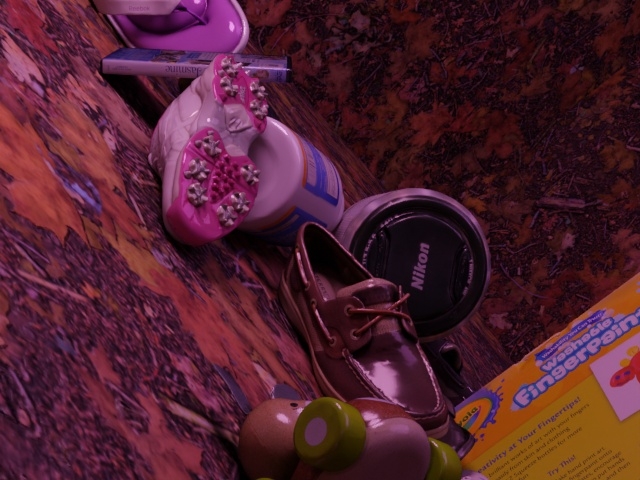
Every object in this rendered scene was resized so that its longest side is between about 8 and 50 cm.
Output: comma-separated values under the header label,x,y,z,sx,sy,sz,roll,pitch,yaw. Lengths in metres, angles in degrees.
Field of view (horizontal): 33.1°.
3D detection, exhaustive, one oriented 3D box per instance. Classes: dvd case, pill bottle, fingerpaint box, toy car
label,x,y,z,sx,sy,sz,roll,pitch,yaw
dvd case,-0.165,-0.245,1.495,0.180,0.253,0.022,-97,-171,-75
pill bottle,-0.057,-0.072,1.496,0.152,0.152,0.272,54,8,17
fingerpaint box,0.382,0.272,1.373,0.163,0.445,0.371,48,8,-26
toy car,-0.010,0.160,0.876,0.155,0.149,0.188,29,11,-43

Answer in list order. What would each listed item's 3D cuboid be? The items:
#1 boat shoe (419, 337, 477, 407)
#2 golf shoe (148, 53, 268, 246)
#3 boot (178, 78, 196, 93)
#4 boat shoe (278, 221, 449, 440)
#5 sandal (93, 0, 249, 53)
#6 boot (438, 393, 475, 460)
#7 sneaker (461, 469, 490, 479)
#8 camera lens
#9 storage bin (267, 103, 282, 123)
label,x,y,z,sx,sy,sz,roll,pitch,yaw
boat shoe,0.203,0.214,1.856,0.103,0.092,0.285,46,10,-34
golf shoe,-0.147,-0.091,1.282,0.115,0.140,0.306,46,33,-28
boot,-0.164,-0.231,1.855,0.165,0.077,0.213,47,15,-24
boat shoe,0.049,0.098,1.290,0.342,0.123,0.123,-124,-145,-47
sandal,-0.284,-0.396,1.659,0.416,0.169,0.102,42,1,24
boot,0.082,0.193,1.407,0.229,0.091,0.263,44,6,-10
sneaker,0.165,0.309,1.261,0.237,0.085,0.086,-34,106,-78
camera lens,0.120,0.035,1.613,0.219,0.219,0.274,51,-6,-5
storage bin,-0.125,-0.151,1.565,0.084,0.122,0.180,55,9,21
